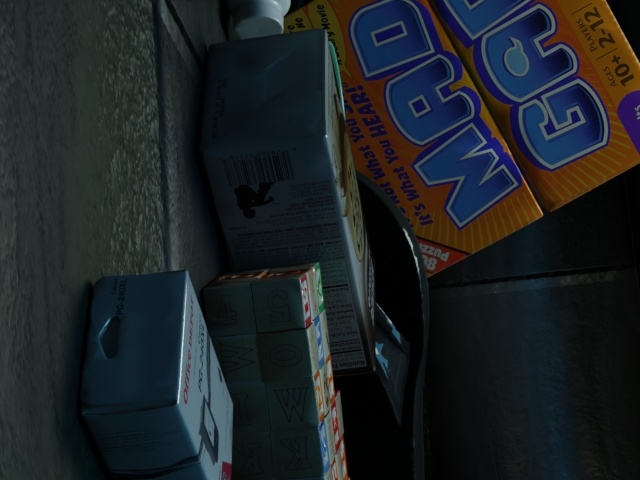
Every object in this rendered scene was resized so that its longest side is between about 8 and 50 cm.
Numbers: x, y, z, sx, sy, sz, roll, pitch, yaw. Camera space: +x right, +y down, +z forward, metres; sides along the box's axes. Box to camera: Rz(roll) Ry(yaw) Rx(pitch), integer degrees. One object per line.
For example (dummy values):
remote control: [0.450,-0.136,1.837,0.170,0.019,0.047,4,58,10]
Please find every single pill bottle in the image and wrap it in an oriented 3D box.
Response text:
pill bottle: [-0.064,-0.261,1.724,0.067,0.067,0.120,72,13,-60]

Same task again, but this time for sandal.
sandal: [0.035,0.137,1.844,0.107,0.167,0.446,-28,112,-64]

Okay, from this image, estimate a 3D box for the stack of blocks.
stack of blocks: [-0.030,0.173,1.516,0.171,0.087,0.297,-44,127,-82]

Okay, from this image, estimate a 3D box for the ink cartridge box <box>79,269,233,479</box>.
ink cartridge box: [-0.101,0.107,1.091,0.150,0.063,0.109,76,10,-48]

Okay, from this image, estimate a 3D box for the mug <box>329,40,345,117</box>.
mug: [-0.032,-0.140,1.753,0.158,0.097,0.129,50,35,-77]

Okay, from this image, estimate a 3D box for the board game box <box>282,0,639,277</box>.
board game box: [0.194,-0.206,2.151,0.356,0.356,0.356,60,8,-4]

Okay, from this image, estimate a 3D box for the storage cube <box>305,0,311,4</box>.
storage cube: [0.079,-0.362,2.524,0.215,0.183,0.193,74,11,-54]

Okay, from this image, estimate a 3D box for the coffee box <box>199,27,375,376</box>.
coffee box: [-0.025,-0.027,1.614,0.168,0.119,0.297,-90,170,-48]
